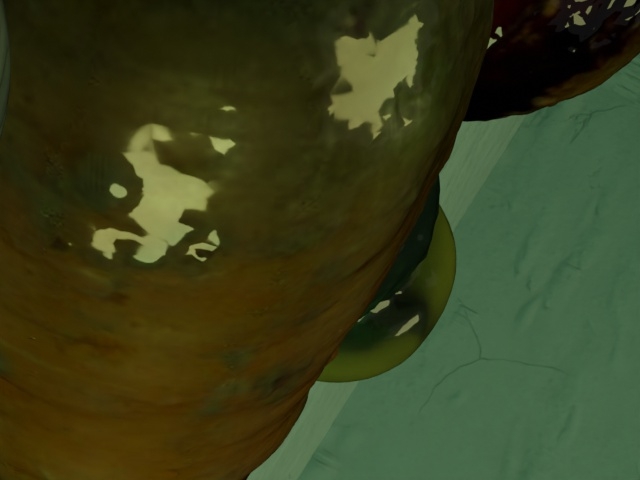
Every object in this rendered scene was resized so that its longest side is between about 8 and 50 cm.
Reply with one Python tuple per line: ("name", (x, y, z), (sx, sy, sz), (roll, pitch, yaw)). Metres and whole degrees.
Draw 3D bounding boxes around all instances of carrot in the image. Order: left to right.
("carrot", (-0.059, -0.043, 0.814), (0.224, 0.224, 0.340), (-56, 169, -39))

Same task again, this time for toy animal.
("toy animal", (0.002, 0.001, 1.405), (0.216, 0.191, 0.338), (-59, 171, -17))

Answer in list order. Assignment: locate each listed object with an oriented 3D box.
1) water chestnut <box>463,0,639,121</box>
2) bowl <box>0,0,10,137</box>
("water chestnut", (0.060, -0.209, 1.046), (0.300, 0.300, 0.300), (-60, 171, -16))
("bowl", (-0.150, -0.020, 0.552), (0.189, 0.086, 0.189), (-31, 153, -18))
